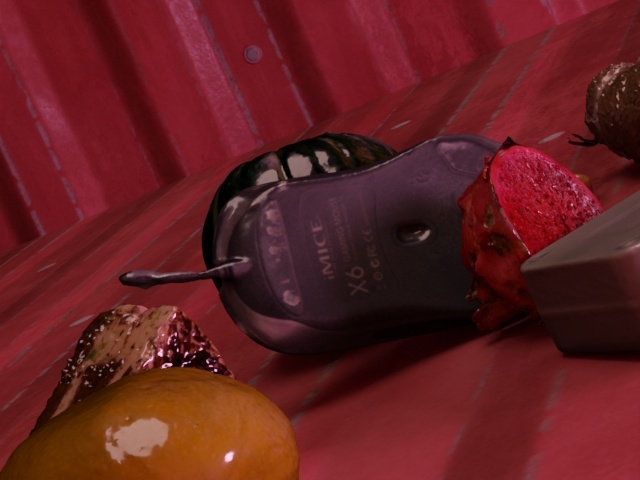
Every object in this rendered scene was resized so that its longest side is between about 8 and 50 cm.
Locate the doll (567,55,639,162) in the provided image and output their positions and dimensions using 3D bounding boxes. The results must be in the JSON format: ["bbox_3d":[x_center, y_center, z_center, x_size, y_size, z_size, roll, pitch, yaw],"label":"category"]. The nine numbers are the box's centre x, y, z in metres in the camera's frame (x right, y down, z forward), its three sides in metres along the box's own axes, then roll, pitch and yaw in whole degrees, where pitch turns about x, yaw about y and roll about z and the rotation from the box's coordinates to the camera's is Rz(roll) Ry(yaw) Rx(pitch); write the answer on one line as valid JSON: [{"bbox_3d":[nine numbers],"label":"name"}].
[{"bbox_3d":[0.332,-0.127,1.814,0.115,0.105,0.221,-45,15,-21],"label":"doll"}]

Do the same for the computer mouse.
[{"bbox_3d":[0.022,0.015,1.556,0.379,0.167,0.090,-7,-25,-9],"label":"computer mouse"}]

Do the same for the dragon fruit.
[{"bbox_3d":[0.149,0.008,1.472,0.111,0.153,0.153,-39,0,31],"label":"dragon fruit"}]

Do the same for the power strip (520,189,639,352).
[{"bbox_3d":[0.282,-0.026,1.292,0.229,0.141,0.261,-29,7,-23],"label":"power strip"}]

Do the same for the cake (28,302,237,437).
[{"bbox_3d":[-0.186,0.147,1.487,0.246,0.135,0.112,-30,12,-32],"label":"cake"}]

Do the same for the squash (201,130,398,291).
[{"bbox_3d":[-0.003,-0.004,1.703,0.218,0.172,0.218,-11,-9,-2],"label":"squash"}]

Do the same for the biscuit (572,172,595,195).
[{"bbox_3d":[0.145,-0.019,1.893,0.202,0.044,0.288,-30,9,-34],"label":"biscuit"}]

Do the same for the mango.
[{"bbox_3d":[-0.130,0.168,1.249,0.195,0.142,0.331,-24,0,-28],"label":"mango"}]
